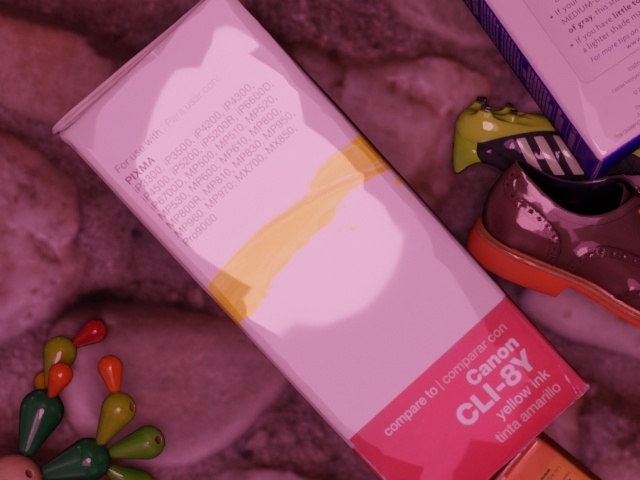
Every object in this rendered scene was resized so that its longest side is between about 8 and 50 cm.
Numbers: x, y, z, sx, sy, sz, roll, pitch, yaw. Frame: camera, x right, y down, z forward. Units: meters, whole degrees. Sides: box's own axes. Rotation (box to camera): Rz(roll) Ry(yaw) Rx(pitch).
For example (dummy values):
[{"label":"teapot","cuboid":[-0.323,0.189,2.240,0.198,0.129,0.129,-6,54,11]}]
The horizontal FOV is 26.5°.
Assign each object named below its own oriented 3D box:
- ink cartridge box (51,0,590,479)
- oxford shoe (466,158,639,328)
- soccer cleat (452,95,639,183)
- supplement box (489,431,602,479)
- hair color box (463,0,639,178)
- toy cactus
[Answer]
[{"label":"ink cartridge box","cuboid":[0.000,0.000,1.051,0.160,0.279,0.385,-43,96,3]},{"label":"oxford shoe","cuboid":[0.265,0.008,1.131,0.271,0.097,0.098,15,119,-10]},{"label":"soccer cleat","cuboid":[0.200,-0.072,1.163,0.178,0.060,0.072,12,112,0]},{"label":"supplement box","cuboid":[0.246,0.260,1.188,0.233,0.078,0.080,37,95,-4]},{"label":"hair color box","cuboid":[0.197,-0.240,1.075,0.185,0.110,0.339,-34,82,3]},{"label":"toy cactus","cuboid":[-0.222,0.190,1.152,0.180,0.112,0.219,-18,85,-12]}]
